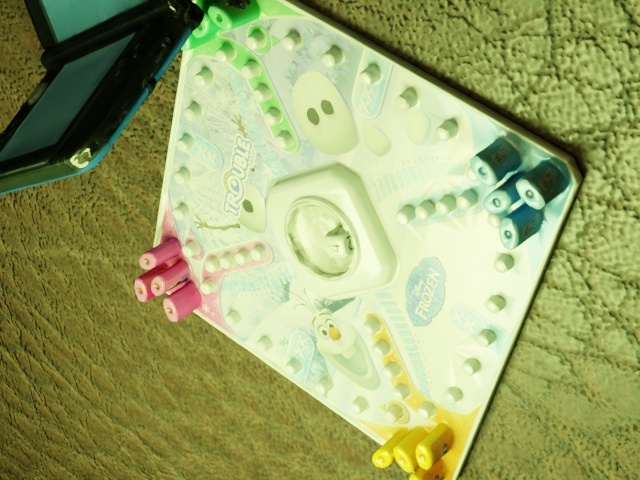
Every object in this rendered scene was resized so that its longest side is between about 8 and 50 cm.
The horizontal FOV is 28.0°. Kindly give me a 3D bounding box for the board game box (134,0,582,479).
[{"bbox_3d":[0.000,0.000,1.152,0.390,0.050,0.390,33,133,21],"label":"board game box"}]

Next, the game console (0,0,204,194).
[{"bbox_3d":[-0.249,-0.191,1.128,0.173,0.250,0.293,41,157,-23],"label":"game console"}]
